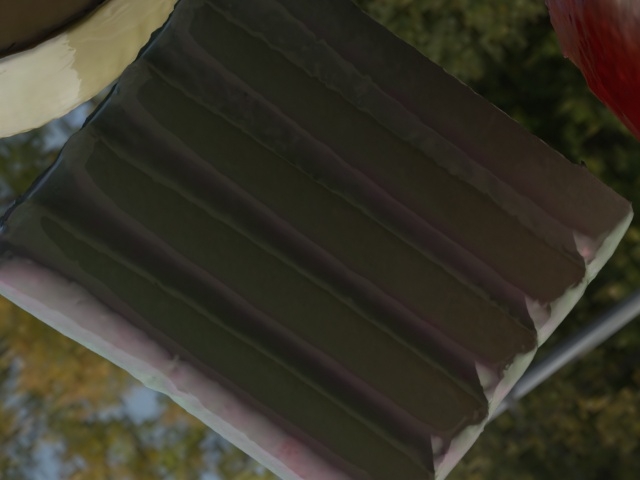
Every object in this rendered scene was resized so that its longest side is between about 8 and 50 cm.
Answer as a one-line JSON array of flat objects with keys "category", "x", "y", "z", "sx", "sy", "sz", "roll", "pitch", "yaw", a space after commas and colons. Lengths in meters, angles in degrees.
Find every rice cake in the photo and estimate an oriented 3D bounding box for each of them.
[{"category": "rice cake", "x": 0.000, "y": 0.000, "z": 0.698, "sx": 0.198, "sy": 0.189, "sz": 0.037, "roll": 42, "pitch": 162, "yaw": -13}]

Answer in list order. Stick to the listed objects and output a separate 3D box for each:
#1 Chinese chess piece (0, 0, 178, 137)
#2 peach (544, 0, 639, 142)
[{"category": "Chinese chess piece", "x": -0.179, "y": -0.169, "z": 0.857, "sx": 0.257, "sy": 0.257, "sz": 0.104, "roll": 53, "pitch": 167, "yaw": 9}, {"category": "peach", "x": 0.250, "y": -0.134, "z": 0.570, "sx": 0.416, "sy": 0.339, "sz": 0.353, "roll": 133, "pitch": 140, "yaw": -74}]
